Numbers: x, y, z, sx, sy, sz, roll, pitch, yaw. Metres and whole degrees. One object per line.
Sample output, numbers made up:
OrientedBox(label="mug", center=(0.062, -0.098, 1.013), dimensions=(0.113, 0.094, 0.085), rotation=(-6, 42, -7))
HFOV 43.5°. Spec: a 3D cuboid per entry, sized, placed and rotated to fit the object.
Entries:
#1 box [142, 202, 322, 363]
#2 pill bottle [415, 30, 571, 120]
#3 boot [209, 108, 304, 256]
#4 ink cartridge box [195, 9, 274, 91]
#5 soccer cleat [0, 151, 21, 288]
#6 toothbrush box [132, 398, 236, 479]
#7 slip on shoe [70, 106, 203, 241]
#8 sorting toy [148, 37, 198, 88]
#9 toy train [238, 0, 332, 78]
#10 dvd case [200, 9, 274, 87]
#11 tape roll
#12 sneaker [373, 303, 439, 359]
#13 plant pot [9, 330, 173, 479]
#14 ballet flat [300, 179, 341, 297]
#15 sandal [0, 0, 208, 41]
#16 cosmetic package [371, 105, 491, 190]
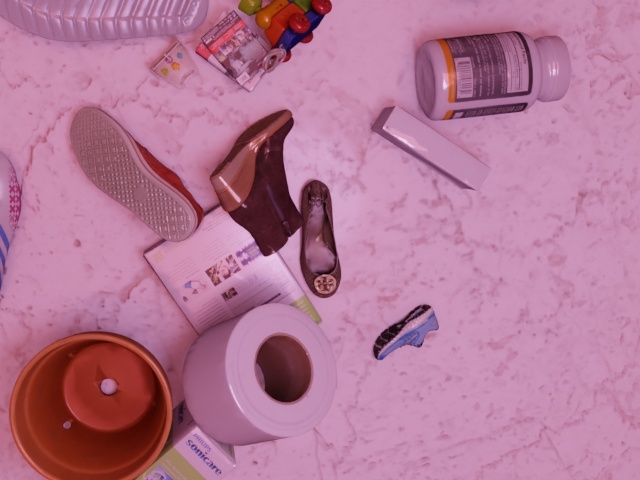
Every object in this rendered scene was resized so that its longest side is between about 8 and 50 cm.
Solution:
OrientedBox(label="box", center=(-0.177, 0.095, 1.645), dimensions=(0.232, 0.058, 0.322), rotation=(-32, 100, -3))
OrientedBox(label="pill bottle", center=(0.344, -0.333, 1.612), dimensions=(0.279, 0.162, 0.162), rotation=(-7, 99, -9))
OrientedBox(label="boot", center=(-0.095, -0.118, 1.604), dimensions=(0.248, 0.090, 0.207), rotation=(-51, 121, -27))
OrientedBox(label="ink cartridge box", center=(-0.163, -0.369, 1.577), dimensions=(0.135, 0.056, 0.099), rotation=(36, 91, -12))
OrientedBox(label="soccer cleat", center=(-0.638, -0.007, 1.510), dimensions=(0.116, 0.143, 0.331), rotation=(8, 97, -10))
OrientedBox(label="toothbrush box", center=(-0.315, 0.462, 1.597), dimensions=(0.283, 0.206, 0.122), rotation=(-43, 103, -2))
OrientedBox(label="slip on shoe", center=(-0.356, -0.128, 1.555), dimensions=(0.331, 0.101, 0.123), rotation=(43, 107, 5))
OrientedBox(label="sorting toy", center=(-0.282, -0.339, 1.573), dimensions=(0.083, 0.045, 0.075), rotation=(-46, 109, -1))
OrientedBox(label="toy train", center=(-0.098, -0.412, 1.511), dimensions=(0.143, 0.105, 0.248), rotation=(41, 49, -1))
OrientedBox(label="dvd case", center=(-0.160, -0.367, 1.541), dimensions=(0.087, 0.013, 0.119), rotation=(-41, 101, 0))
OrientedBox(label="tape roll", center=(-0.114, 0.254, 1.507), dimensions=(0.246, 0.169, 0.246), rotation=(15, 64, -33))
OrientedBox(label="sneaker", center=(0.187, 0.210, 1.715), dimensions=(0.162, 0.063, 0.073), rotation=(-35, 105, -3))
OrientedBox(label="plant pot", center=(-0.423, 0.304, 1.550), dimensions=(0.291, 0.203, 0.290), rotation=(0, 95, -5))
OrientedBox(label="ballet flat", center=(0.000, 0.000, 1.656), dimensions=(0.084, 0.058, 0.249), rotation=(-4, 99, -8))
OrientedBox(label="sandal", center=(-0.423, -0.457, 1.509), dimensions=(0.417, 0.102, 0.169), rotation=(4, 113, -22))
OrientedBox(label="cosmetic package", center=(0.227, -0.189, 1.645), dimensions=(0.239, 0.099, 0.060), rotation=(31, 93, -13))
